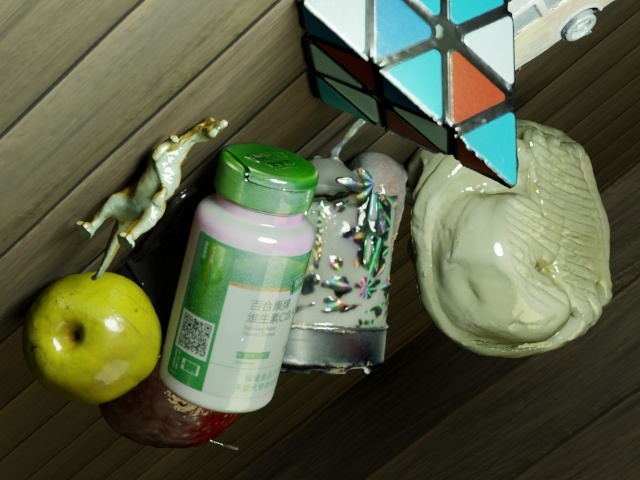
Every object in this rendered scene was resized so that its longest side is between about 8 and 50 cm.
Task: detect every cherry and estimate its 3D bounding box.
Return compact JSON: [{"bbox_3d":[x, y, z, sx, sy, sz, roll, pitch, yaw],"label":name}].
[{"bbox_3d":[-0.195,0.180,2.042,0.249,0.192,0.175,79,31,-70],"label":"cherry"}]

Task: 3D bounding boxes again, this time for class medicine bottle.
[{"bbox_3d":[-0.084,0.038,1.688,0.133,0.133,0.274,-17,127,-54],"label":"medicine bottle"}]

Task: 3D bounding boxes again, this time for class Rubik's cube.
[{"bbox_3d":[0.071,-0.221,1.491,0.234,0.284,0.250,17,104,-48],"label":"Rubik's cube"}]

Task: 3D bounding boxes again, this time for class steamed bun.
[{"bbox_3d":[0.239,-0.007,2.211,0.247,0.352,0.339,-15,166,36],"label":"steamed bun"}]

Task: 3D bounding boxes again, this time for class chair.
[{"bbox_3d":[-0.153,0.035,1.782,0.106,0.113,0.229,-25,168,-45],"label":"chair"}]

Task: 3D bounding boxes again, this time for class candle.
[{"bbox_3d":[0.000,0.000,1.846,0.187,0.330,0.187,6,-177,0],"label":"candle"}]

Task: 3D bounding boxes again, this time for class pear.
[{"bbox_3d":[-0.245,0.106,1.705,0.149,0.149,0.162,-36,165,5],"label":"pear"}]

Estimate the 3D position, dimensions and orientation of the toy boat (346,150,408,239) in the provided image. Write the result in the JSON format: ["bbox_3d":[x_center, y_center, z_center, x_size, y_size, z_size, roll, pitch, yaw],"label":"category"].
[{"bbox_3d":[0.035,-0.025,2.009,0.085,0.155,0.227,13,144,-15],"label":"toy boat"}]

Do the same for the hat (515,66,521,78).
[{"bbox_3d":[0.201,-0.219,1.816,0.193,0.082,0.193,-33,169,-7],"label":"hat"}]

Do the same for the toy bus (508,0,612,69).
[{"bbox_3d":[0.301,-0.319,1.660,0.342,0.097,0.138,-36,154,9],"label":"toy bus"}]

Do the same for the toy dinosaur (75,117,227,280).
[{"bbox_3d":[-0.176,-0.047,1.573,0.142,0.057,0.212,-50,-172,-30],"label":"toy dinosaur"}]
